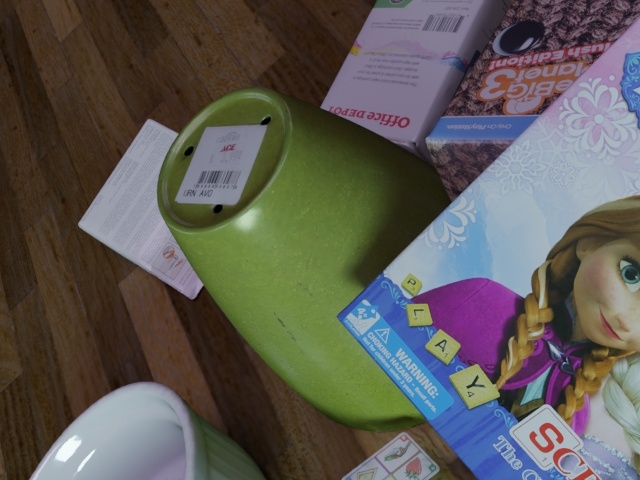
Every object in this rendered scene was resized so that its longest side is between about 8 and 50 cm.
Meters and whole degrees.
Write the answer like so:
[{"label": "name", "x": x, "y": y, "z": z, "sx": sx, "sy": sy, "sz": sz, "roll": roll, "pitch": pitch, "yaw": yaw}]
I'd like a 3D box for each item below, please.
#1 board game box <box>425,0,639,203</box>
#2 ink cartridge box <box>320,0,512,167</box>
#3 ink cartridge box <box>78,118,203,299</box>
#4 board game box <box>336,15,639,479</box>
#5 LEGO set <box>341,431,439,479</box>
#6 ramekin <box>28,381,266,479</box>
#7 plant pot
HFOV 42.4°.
[{"label": "board game box", "x": 0.265, "y": -0.125, "z": 0.687, "sx": 0.232, "sy": 0.141, "sz": 0.291, "roll": 5, "pitch": 50, "yaw": 38}, {"label": "ink cartridge box", "x": 0.108, "y": -0.183, "z": 0.923, "sx": 0.154, "sy": 0.093, "sz": 0.213, "roll": 16, "pitch": 73, "yaw": 42}, {"label": "ink cartridge box", "x": -0.192, "y": -0.040, "z": 1.100, "sx": 0.224, "sy": 0.056, "sz": 0.181, "roll": 29, "pitch": 82, "yaw": 24}, {"label": "board game box", "x": 0.217, "y": 0.067, "z": 0.527, "sx": 0.319, "sy": 0.066, "sz": 0.318, "roll": 48, "pitch": 123, "yaw": 9}, {"label": "LEGO set", "x": 0.080, "y": 0.238, "z": 0.659, "sx": 0.244, "sy": 0.060, "sz": 0.182, "roll": -31, "pitch": 53, "yaw": -22}, {"label": "ramekin", "x": -0.174, "y": 0.288, "z": 0.785, "sx": 0.277, "sy": 0.135, "sz": 0.277, "roll": -29, "pitch": 39, "yaw": 27}, {"label": "plant pot", "x": 0.000, "y": 0.000, "z": 0.753, "sx": 0.274, "sy": 0.293, "sz": 0.275, "roll": -18, "pitch": 55, "yaw": 27}]
